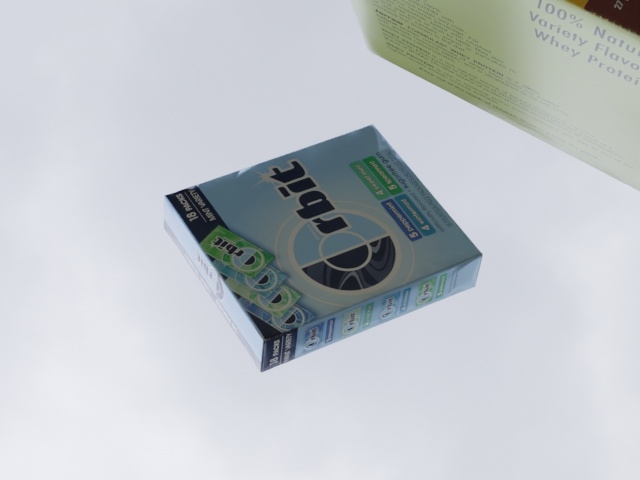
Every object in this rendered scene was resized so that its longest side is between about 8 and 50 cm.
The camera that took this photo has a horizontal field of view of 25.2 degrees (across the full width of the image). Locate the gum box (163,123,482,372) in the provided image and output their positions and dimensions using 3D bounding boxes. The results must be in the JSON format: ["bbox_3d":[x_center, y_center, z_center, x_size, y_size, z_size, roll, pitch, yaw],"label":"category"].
[{"bbox_3d":[0.000,0.000,1.063,0.184,0.041,0.157,-20,-127,-22],"label":"gum box"}]

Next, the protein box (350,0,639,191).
[{"bbox_3d":[0.126,-0.151,0.741,0.200,0.201,0.136,30,-99,18],"label":"protein box"}]
